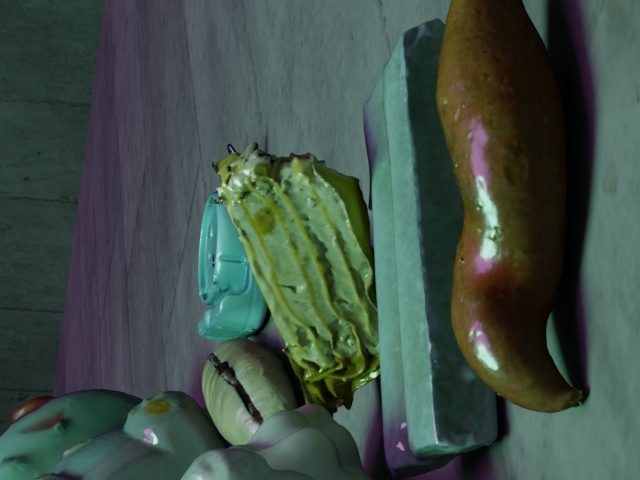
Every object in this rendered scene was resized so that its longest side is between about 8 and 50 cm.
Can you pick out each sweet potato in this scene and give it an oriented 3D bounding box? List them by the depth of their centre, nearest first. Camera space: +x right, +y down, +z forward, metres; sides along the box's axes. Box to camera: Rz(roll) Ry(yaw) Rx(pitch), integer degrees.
[{"bbox_3d":[0.075,-0.029,0.698,0.058,0.055,0.202,28,-123,-63],"label":"sweet potato"}]

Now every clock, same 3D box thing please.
[{"bbox_3d":[-0.068,0.002,1.348,0.108,0.045,0.147,138,134,-71],"label":"clock"}]

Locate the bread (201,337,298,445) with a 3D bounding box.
[{"bbox_3d":[-0.056,0.111,1.247,0.214,0.053,0.073,-146,64,-76],"label":"bread"}]

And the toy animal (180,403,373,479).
[{"bbox_3d":[-0.018,0.215,0.815,0.357,0.194,0.257,-78,-21,-84],"label":"toy animal"}]

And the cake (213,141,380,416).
[{"bbox_3d":[0.004,-0.001,0.938,0.116,0.080,0.185,-79,-30,-53],"label":"cake"}]

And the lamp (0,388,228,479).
[{"bbox_3d":[-0.165,0.241,1.428,0.247,0.247,0.301,56,159,-12],"label":"lamp"}]

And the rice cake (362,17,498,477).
[{"bbox_3d":[0.050,0.006,0.829,0.085,0.040,0.226,116,154,-59],"label":"rice cake"}]
